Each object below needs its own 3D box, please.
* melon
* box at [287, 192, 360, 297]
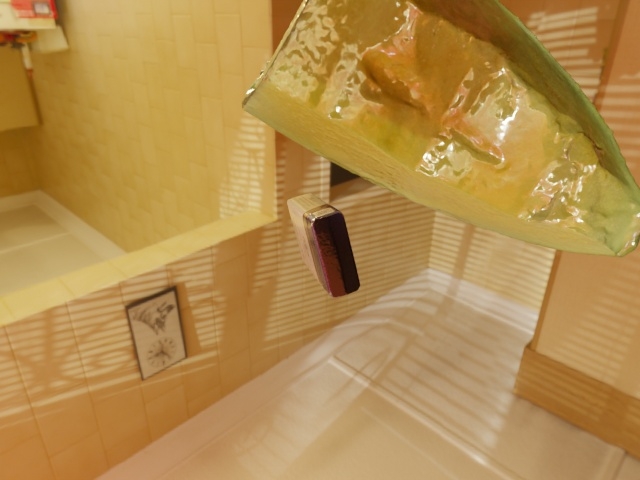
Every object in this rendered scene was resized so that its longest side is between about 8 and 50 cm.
[{"bbox_3d":[0.104,-0.098,0.383,0.323,0.196,0.124,34,-152,-3],"label":"melon"},{"bbox_3d":[0.000,0.000,0.984,0.071,0.168,0.259,-18,-162,-11],"label":"box"}]
